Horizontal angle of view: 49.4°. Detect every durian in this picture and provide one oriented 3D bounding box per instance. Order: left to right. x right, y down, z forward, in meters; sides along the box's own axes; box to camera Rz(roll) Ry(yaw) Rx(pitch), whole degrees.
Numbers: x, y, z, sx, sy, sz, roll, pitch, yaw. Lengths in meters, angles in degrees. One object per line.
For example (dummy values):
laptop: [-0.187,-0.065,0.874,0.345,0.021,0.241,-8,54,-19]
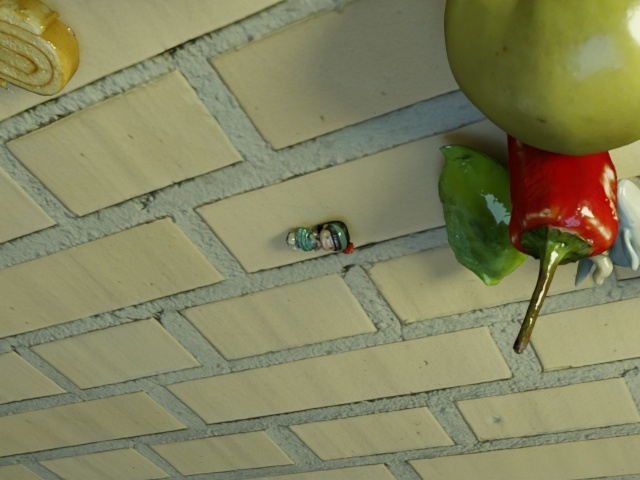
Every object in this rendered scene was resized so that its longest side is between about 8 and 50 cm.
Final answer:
durian: [0.245,-0.035,1.011,0.139,0.101,0.250,-4,135,14]

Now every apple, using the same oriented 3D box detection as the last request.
apple: [0.263,-0.219,0.723,0.262,0.262,0.262,5,136,5]

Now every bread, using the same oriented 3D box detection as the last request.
bread: [-0.394,-0.260,0.910,0.149,0.073,0.122,22,133,-13]

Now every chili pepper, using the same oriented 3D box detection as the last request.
chili pepper: [0.289,-0.041,0.827,0.131,0.338,0.135,-3,138,16]

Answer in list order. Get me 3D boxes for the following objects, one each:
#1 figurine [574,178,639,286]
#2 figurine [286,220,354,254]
figurine: [0.397,-0.019,0.982,0.183,0.128,0.209,28,154,16]
figurine: [0.000,0.000,1.131,0.105,0.047,0.060,-6,118,21]
